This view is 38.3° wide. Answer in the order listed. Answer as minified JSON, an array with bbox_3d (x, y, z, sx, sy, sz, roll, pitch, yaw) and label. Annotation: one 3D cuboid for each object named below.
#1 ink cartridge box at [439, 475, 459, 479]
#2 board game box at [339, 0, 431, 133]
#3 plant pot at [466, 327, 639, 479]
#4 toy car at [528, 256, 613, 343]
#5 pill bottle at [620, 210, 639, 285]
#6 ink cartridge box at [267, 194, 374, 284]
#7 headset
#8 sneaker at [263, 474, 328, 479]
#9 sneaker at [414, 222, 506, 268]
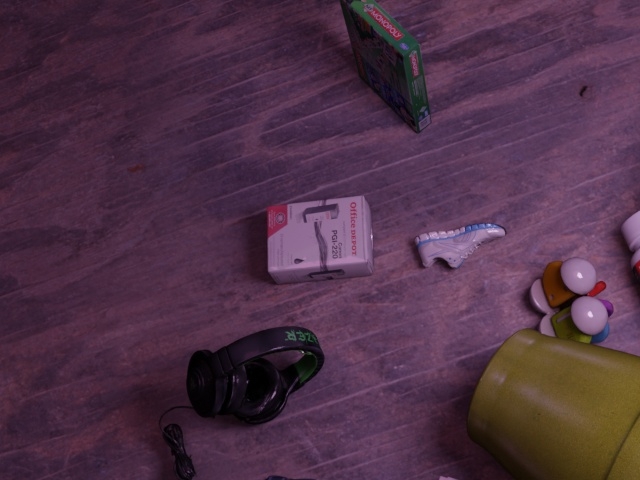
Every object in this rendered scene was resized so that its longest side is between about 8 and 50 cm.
[{"bbox_3d":[0.261,0.483,1.761,0.083,0.028,0.048,14,73,18],"label":"ink cartridge box"},{"bbox_3d":[0.141,-0.382,1.964,0.046,0.317,0.213,-38,66,-5],"label":"board game box"},{"bbox_3d":[0.464,0.333,1.626,0.353,0.366,0.366,26,77,33],"label":"plant pot"},{"bbox_3d":[0.504,0.126,1.796,0.136,0.159,0.182,3,64,-25],"label":"toy car"},{"bbox_3d":[0.691,0.072,1.748,0.161,0.161,0.283,-21,66,4],"label":"pill bottle"},{"bbox_3d":[0.000,0.000,1.973,0.218,0.092,0.158,-6,68,9],"label":"ink cartridge box"},{"bbox_3d":[-0.162,0.314,1.820,0.394,0.243,0.185,-35,58,22],"label":"headset"},{"bbox_3d":[-0.080,0.562,1.768,0.163,0.086,0.226,7,61,4],"label":"sneaker"},{"bbox_3d":[0.295,0.016,1.919,0.191,0.071,0.083,-13,73,17],"label":"sneaker"}]
